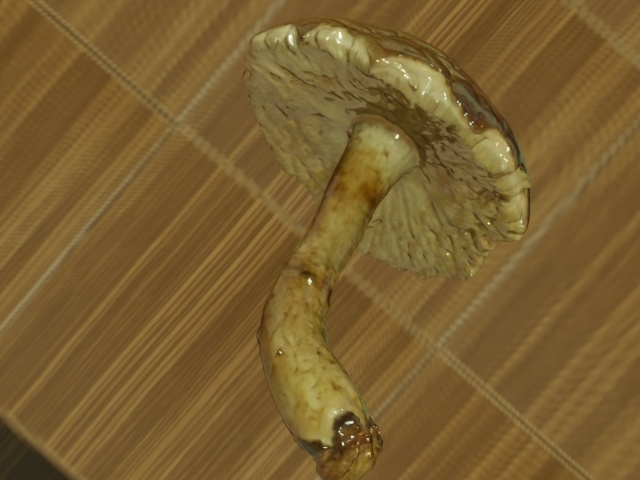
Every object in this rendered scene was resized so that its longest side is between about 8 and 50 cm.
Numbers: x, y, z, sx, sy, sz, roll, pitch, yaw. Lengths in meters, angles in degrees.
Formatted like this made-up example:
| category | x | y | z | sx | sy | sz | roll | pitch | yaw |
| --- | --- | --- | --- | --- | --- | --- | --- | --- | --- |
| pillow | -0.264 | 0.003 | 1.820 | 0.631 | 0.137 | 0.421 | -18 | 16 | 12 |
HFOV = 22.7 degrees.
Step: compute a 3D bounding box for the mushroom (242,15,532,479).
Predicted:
| category | x | y | z | sx | sy | sz | roll | pitch | yaw |
| --- | --- | --- | --- | --- | --- | --- | --- | --- | --- |
| mushroom | 0.017 | -0.029 | 1.062 | 0.233 | 0.301 | 0.208 | 32 | 119 | 2 |
